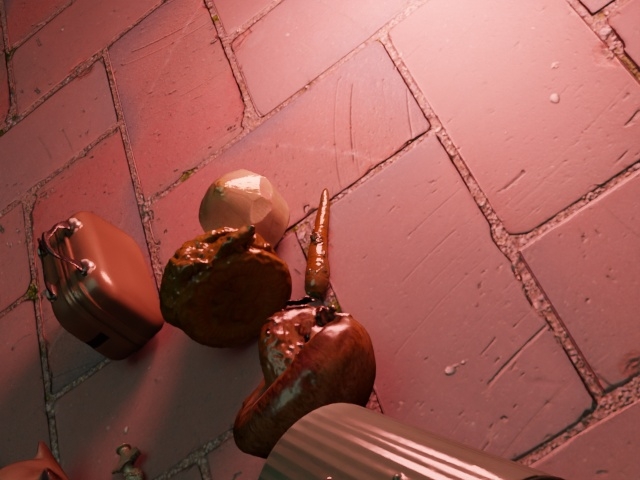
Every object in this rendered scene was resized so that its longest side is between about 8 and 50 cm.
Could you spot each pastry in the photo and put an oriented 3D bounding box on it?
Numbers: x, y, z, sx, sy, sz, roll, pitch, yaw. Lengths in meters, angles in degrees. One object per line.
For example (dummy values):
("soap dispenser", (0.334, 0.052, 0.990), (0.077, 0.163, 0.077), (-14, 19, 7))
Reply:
("pastry", (-0.183, 0.079, 1.772), (0.240, 0.235, 0.132), (-36, 41, -1))

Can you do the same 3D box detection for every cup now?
("cup", (0.105, 0.437, 1.273), (0.392, 0.310, 0.401), (17, 71, 48))

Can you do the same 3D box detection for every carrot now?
("carrot", (0.000, 0.000, 1.825), (0.049, 0.049, 0.254), (-17, 48, 28))

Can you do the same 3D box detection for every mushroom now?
("mushroom", (-0.018, 0.229, 1.569), (0.263, 0.195, 0.283), (131, 156, -56))

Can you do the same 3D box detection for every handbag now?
("handbag", (-0.466, 0.071, 1.952), (0.149, 0.283, 0.302), (-36, 46, 9))

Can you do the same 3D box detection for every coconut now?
("coconut", (-0.157, -0.057, 1.875), (0.171, 0.183, 0.171), (-19, 49, 23))

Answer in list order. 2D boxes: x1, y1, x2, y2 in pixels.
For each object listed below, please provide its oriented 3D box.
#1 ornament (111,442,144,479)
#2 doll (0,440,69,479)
("ornament", (-0.360, 0.419, 1.810), (0.068, 0.041, 0.092), (-26, 50, 25))
("doll", (-0.587, 0.572, 1.768), (0.370, 0.226, 0.215), (-42, 14, -7))
